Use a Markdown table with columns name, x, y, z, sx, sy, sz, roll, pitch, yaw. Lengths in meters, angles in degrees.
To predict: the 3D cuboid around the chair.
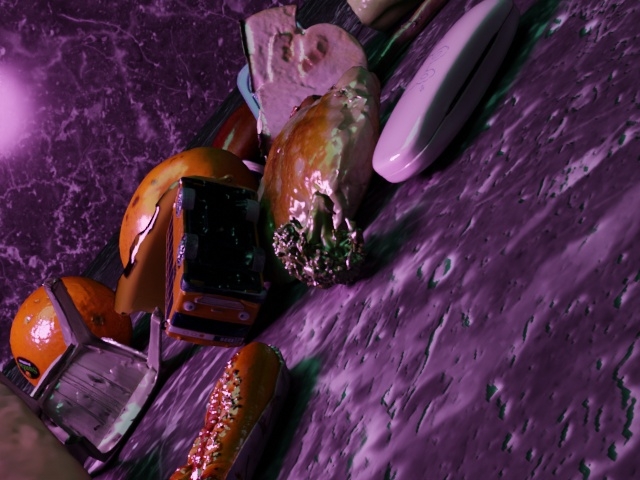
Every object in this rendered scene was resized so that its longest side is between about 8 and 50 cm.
| name | x | y | z | sx | sy | sz | roll | pitch | yaw |
| --- | --- | --- | --- | --- | --- | --- | --- | --- | --- |
| chair | -0.315 | 0.183 | 1.186 | 0.203 | 0.190 | 0.275 | -59 | -12 | -30 |

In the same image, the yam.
| name | x | y | z | sx | sy | sz | roll | pitch | yaw |
| --- | --- | --- | --- | --- | --- | --- | --- | --- | --- |
| yam | 0.129 | -0.305 | 1.339 | 0.234 | 0.027 | 0.029 | -48 | 5 | 13 |

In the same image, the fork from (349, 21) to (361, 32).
| name | x | y | z | sx | sy | sz | roll | pitch | yaw |
| --- | --- | --- | --- | --- | --- | --- | --- | --- | --- |
| fork | 0.066 | -0.408 | 1.791 | 0.039 | 0.021 | 0.235 | -41 | 18 | 45 |

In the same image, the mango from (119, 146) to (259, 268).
| name | x | y | z | sx | sy | sz | roll | pitch | yaw |
| --- | --- | --- | --- | --- | --- | --- | --- | --- | --- |
| mango | -0.193 | -0.008 | 1.302 | 0.191 | 0.160 | 0.290 | -43 | -7 | -35 |

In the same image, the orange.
| name | x | y | z | sx | sy | sz | roll | pitch | yaw |
| --- | --- | --- | --- | --- | --- | --- | --- | --- | --- |
| orange | -0.395 | 0.152 | 1.471 | 0.206 | 0.206 | 0.206 | -46 | 15 | 17 |

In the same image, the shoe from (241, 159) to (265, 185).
| name | x | y | z | sx | sy | sz | roll | pitch | yaw |
| --- | --- | --- | --- | --- | --- | --- | --- | --- | --- |
| shoe | -0.135 | -0.067 | 1.497 | 0.143 | 0.064 | 0.071 | -45 | 34 | 40 |

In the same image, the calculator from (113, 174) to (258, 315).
| name | x | y | z | sx | sy | sz | roll | pitch | yaw |
| --- | --- | --- | --- | --- | --- | --- | --- | --- | --- |
| calculator | -0.164 | 0.016 | 1.174 | 0.236 | 0.157 | 0.033 | -61 | 37 | 23 |

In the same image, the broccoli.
| name | x | y | z | sx | sy | sz | roll | pitch | yaw |
| --- | --- | --- | --- | --- | --- | --- | --- | --- | --- |
| broccoli | 0.000 | 0.000 | 0.865 | 0.097 | 0.095 | 0.092 | -15 | -65 | -84 |

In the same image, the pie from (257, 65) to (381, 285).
| name | x | y | z | sx | sy | sz | roll | pitch | yaw |
| --- | --- | --- | --- | --- | --- | --- | --- | --- | --- |
| pie | -0.005 | -0.067 | 1.063 | 0.257 | 0.105 | 0.274 | -69 | 15 | -10 |

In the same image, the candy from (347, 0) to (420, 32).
| name | x | y | z | sx | sy | sz | roll | pitch | yaw |
| --- | --- | --- | --- | --- | --- | --- | --- | --- | --- |
| candy | 0.176 | -0.475 | 1.446 | 0.343 | 0.132 | 0.142 | -41 | 60 | 38 |

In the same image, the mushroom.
| name | x | y | z | sx | sy | sz | roll | pitch | yaw |
| --- | --- | --- | --- | --- | --- | --- | --- | --- | --- |
| mushroom | -0.019 | -0.221 | 1.370 | 0.162 | 0.173 | 0.236 | 90 | 170 | -66 |

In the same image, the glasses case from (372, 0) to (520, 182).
| name | x | y | z | sx | sy | sz | roll | pitch | yaw |
| --- | --- | --- | --- | --- | --- | --- | --- | --- | --- |
| glasses case | 0.127 | -0.154 | 0.920 | 0.233 | 0.059 | 0.092 | -58 | 18 | -21 |

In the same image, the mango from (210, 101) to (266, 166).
| name | x | y | z | sx | sy | sz | roll | pitch | yaw |
| --- | --- | --- | --- | --- | --- | --- | --- | --- | --- |
| mango | -0.114 | -0.182 | 1.602 | 0.267 | 0.111 | 0.133 | -50 | -3 | -26 |

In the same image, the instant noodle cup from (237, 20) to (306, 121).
| name | x | y | z | sx | sy | sz | roll | pitch | yaw |
| --- | --- | --- | --- | --- | --- | --- | --- | --- | --- |
| instant noodle cup | -0.040 | -0.248 | 1.495 | 0.157 | 0.070 | 0.179 | -43 | 58 | 24 |

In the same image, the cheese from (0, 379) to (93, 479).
| name | x | y | z | sx | sy | sz | roll | pitch | yaw |
| --- | --- | --- | --- | --- | --- | --- | --- | --- | --- |
| cheese | -0.333 | 0.342 | 0.920 | 0.328 | 0.129 | 0.351 | 18 | 99 | 48 |

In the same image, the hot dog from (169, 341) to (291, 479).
| name | x | y | z | sx | sy | sz | roll | pitch | yaw |
| --- | --- | --- | --- | --- | --- | --- | --- | --- | --- |
| hot dog | -0.080 | 0.167 | 0.774 | 0.108 | 0.059 | 0.191 | -43 | 18 | 42 |

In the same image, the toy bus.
| name | x | y | z | sx | sy | sz | roll | pitch | yaw |
| --- | --- | --- | --- | --- | --- | --- | --- | --- | --- |
| toy bus | -0.124 | 0.026 | 1.039 | 0.201 | 0.098 | 0.114 | -102 | 29 | -52 |
